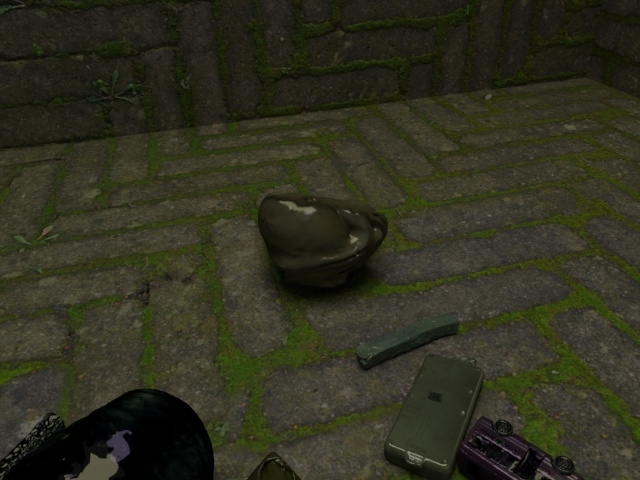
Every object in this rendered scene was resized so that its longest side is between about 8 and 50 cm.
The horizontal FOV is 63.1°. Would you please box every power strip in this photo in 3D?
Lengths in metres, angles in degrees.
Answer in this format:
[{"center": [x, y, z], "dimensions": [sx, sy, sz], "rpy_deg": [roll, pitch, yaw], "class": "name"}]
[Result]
[{"center": [0.213, 0.310, 0.949], "dimensions": [0.118, 0.046, 0.270], "rpy_deg": [12, 37, 26], "class": "power strip"}]

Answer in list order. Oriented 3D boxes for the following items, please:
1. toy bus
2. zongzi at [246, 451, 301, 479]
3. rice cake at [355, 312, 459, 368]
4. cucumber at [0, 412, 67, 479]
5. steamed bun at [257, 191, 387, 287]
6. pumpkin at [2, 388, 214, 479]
[{"center": [0.311, 0.368, 0.820], "dimensions": [0.098, 0.087, 0.178], "rpy_deg": [-32, 40, -34], "class": "toy bus"}, {"center": [-0.037, 0.496, 0.614], "dimensions": [0.360, 0.160, 0.323], "rpy_deg": [34, 59, 22], "class": "zongzi"}, {"center": [0.186, 0.210, 1.109], "dimensions": [0.245, 0.042, 0.045], "rpy_deg": [-17, 33, -21], "class": "rice cake"}, {"center": [-0.509, 0.377, 0.883], "dimensions": [0.058, 0.058, 0.187], "rpy_deg": [9, 35, 17], "class": "cucumber"}, {"center": [-0.010, -0.001, 1.302], "dimensions": [0.310, 0.219, 0.324], "rpy_deg": [7, 6, -11], "class": "steamed bun"}, {"center": [-0.284, 0.354, 0.714], "dimensions": [0.315, 0.238, 0.315], "rpy_deg": [-35, 4, 3], "class": "pumpkin"}]
